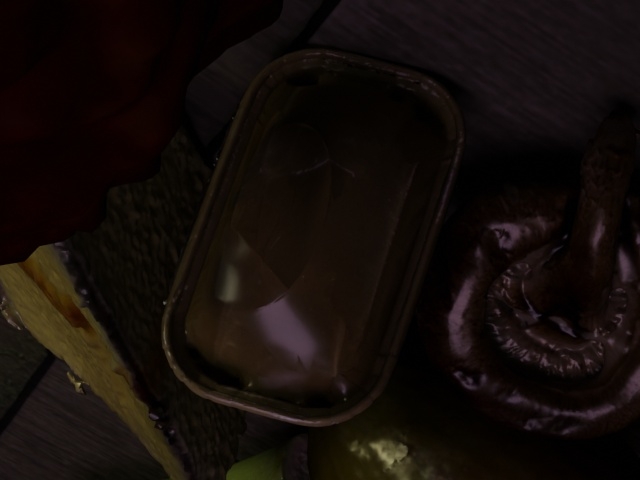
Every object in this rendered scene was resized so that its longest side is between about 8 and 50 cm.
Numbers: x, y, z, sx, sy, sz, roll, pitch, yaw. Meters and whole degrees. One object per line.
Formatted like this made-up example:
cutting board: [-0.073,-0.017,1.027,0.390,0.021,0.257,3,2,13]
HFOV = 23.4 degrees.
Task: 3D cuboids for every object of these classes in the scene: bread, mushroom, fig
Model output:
bread: [-0.146,0.020,0.809,0.178,0.135,0.240,2,138,23]
mushroom: [0.116,0.015,0.730,0.135,0.080,0.170,10,127,-8]
fig: [0.053,0.111,0.829,0.274,0.145,0.170,43,162,-1]

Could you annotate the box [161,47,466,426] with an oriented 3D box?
box: [0.000,0.000,0.703,0.111,0.177,0.111,16,161,6]

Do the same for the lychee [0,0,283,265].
lychee: [-0.197,-0.170,0.426,0.424,0.424,0.500,46,163,-26]

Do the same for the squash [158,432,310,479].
squash: [-0.087,0.188,1.016,0.250,0.083,0.083,-22,124,37]
